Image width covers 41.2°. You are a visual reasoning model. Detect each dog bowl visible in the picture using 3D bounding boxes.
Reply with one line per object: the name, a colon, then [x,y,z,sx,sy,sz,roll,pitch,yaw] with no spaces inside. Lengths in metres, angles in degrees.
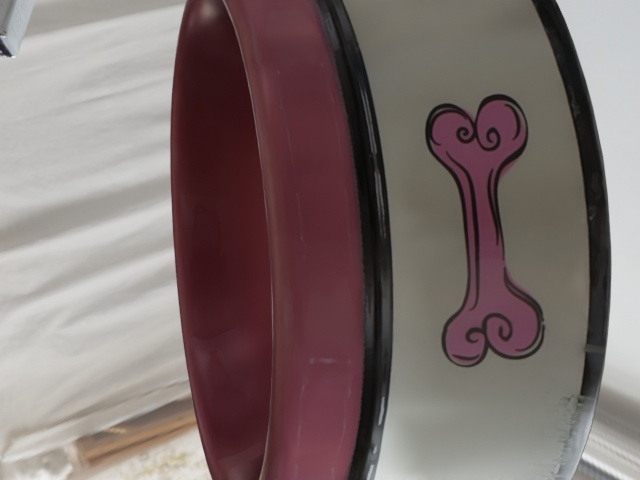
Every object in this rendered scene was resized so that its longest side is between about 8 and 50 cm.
dog bowl: [0.000,0.000,0.545,0.408,0.150,0.408,176,-90,-73]

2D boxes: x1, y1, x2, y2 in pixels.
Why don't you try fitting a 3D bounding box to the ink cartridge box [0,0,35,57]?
ink cartridge box: [-0.364,-0.208,0.734,0.045,0.223,0.224,92,0,-53]
